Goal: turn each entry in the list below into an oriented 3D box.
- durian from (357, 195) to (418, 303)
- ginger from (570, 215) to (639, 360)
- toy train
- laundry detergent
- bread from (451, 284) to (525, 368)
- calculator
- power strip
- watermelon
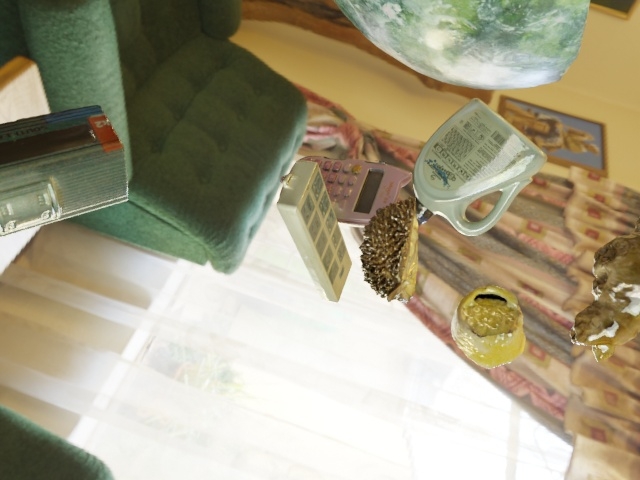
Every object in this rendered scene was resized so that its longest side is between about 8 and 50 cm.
[{"bbox_3d":[0.099,0.022,0.843,0.188,0.091,0.148,-77,166,-47],"label":"durian"},{"bbox_3d":[0.425,0.031,0.595,0.166,0.333,0.080,70,18,-1],"label":"ginger"},{"bbox_3d":[-0.370,-0.021,0.474,0.409,0.089,0.086,-22,152,-30],"label":"toy train"},{"bbox_3d":[0.289,-0.123,1.151,0.280,0.215,0.105,-50,169,18],"label":"laundry detergent"},{"bbox_3d":[0.445,0.226,1.492,0.170,0.197,0.197,76,30,-56],"label":"bread"},{"bbox_3d":[0.047,-0.112,1.280,0.043,0.294,0.194,81,25,-51],"label":"calculator"},{"bbox_3d":[0.000,0.000,1.072,0.367,0.043,0.106,67,39,-54],"label":"power strip"},{"bbox_3d":[0.166,-0.321,0.633,0.228,0.387,0.258,23,97,-42],"label":"watermelon"}]
